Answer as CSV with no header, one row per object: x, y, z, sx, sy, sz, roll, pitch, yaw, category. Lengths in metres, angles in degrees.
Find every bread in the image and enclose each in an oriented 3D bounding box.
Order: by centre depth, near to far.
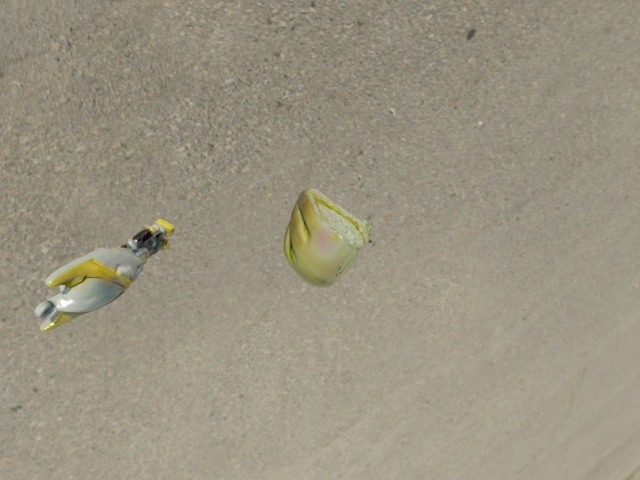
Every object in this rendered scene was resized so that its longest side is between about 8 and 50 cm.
-0.003,0.003,0.879,0.156,0.158,0.260,-58,178,-17,bread

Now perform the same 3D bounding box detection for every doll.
-0.412,0.059,0.923,0.146,0.316,0.103,-26,105,35,doll
